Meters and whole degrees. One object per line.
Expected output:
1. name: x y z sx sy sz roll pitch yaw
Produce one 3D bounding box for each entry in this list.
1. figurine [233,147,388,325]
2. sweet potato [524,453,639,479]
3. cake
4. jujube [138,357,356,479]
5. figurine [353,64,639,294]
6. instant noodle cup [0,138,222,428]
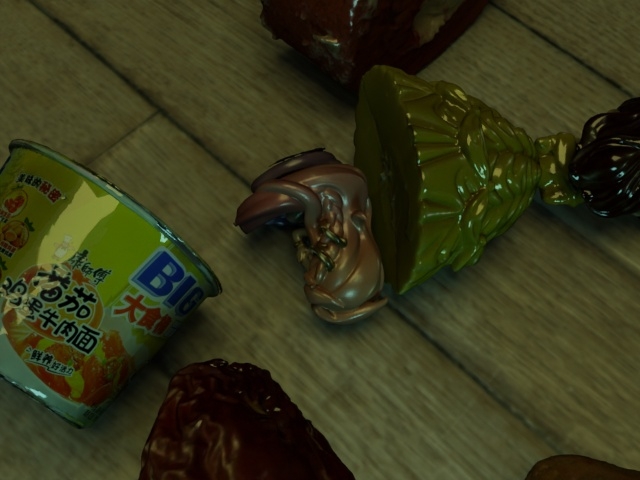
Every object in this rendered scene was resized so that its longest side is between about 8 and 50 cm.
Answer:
1. figurine: 0.004 -0.009 0.740 0.114 0.126 0.157 -51 63 23
2. sweet potato: 0.327 0.213 0.625 0.355 0.095 0.106 7 20 -1
3. cake: 0.066 -0.271 0.856 0.151 0.177 0.283 39 61 19
4. jujube: -0.053 0.191 0.611 0.168 0.168 0.236 -11 46 -7
5. figurine: 0.204 -0.064 0.771 0.315 0.168 0.187 -5 49 -14
6. instant noodle cup: -0.198 0.043 0.672 0.205 0.205 0.153 29 74 15
